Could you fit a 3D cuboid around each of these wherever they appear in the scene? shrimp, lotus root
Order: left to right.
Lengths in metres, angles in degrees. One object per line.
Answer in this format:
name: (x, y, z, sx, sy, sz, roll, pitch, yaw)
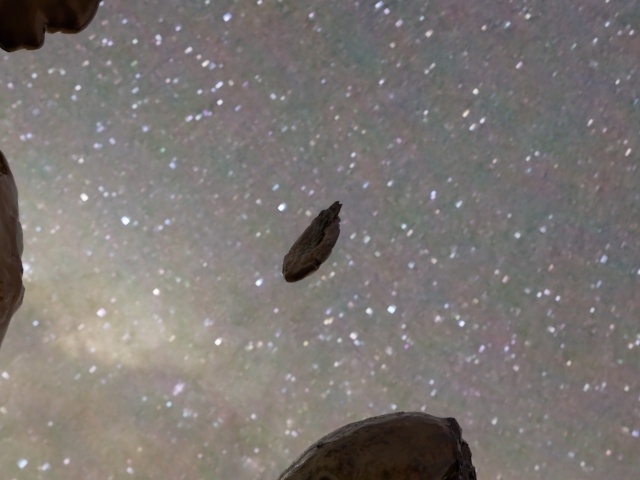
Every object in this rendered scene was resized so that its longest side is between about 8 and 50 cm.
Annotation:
lotus root: (-0.004, 0.198, 0.633, 0.097, 0.258, 0.110, 35, -31, 35)
shrimp: (0.000, 0.000, 1.397, 0.101, 0.190, 0.042, -25, -67, 35)

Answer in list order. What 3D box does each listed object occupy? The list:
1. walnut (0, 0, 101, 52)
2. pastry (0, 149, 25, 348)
walnut: (-0.193, -0.174, 0.508, 0.069, 0.170, 0.143, 3, -92, 57)
pastry: (-0.472, 0.036, 0.948, 0.409, 0.409, 0.245, -6, -16, 42)
